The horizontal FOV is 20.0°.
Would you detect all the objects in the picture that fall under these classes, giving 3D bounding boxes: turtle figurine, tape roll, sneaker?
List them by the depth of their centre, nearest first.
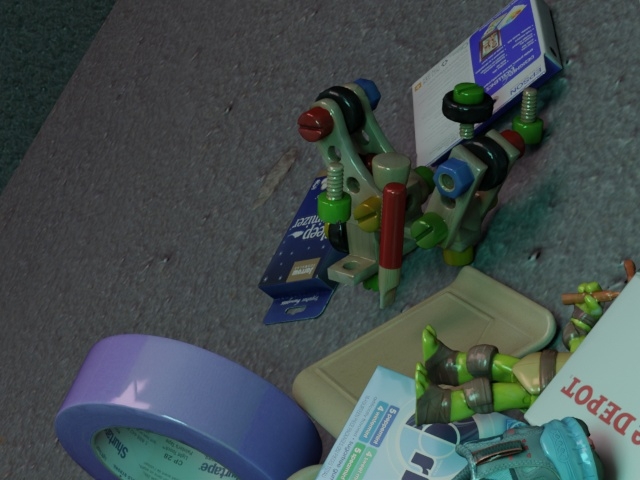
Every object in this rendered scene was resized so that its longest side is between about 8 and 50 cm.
[{"bbox_3d":[0.119,0.227,1.375,0.104,0.125,0.262,-109,24,-45],"label":"sneaker"},{"bbox_3d":[0.200,0.119,1.643,0.217,0.087,0.269,0,43,13],"label":"turtle figurine"},{"bbox_3d":[-0.140,0.212,1.922,0.275,0.275,0.090,-17,40,51],"label":"tape roll"}]

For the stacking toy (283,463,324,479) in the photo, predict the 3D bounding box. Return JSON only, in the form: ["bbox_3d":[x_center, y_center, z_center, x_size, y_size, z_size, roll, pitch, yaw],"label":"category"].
[{"bbox_3d":[-0.069,0.330,1.841,0.330,0.141,0.141,-31,30,51],"label":"stacking toy"}]

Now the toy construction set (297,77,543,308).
[{"bbox_3d":[0.088,-0.018,1.976,0.309,0.257,0.237,-61,-24,-59],"label":"toy construction set"}]

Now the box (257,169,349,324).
[{"bbox_3d":[0.000,0.000,2.272,0.136,0.036,0.225,-11,47,55],"label":"box"}]

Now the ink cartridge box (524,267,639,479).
[{"bbox_3d":[0.377,0.070,1.363,0.395,0.166,0.285,-51,24,0],"label":"ink cartridge box"}]

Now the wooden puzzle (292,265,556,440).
[{"bbox_3d":[0.104,0.127,1.848,0.239,0.044,0.221,-34,22,-10],"label":"wooden puzzle"}]

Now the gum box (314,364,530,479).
[{"bbox_3d":[0.100,0.218,1.668,0.184,0.041,0.157,21,68,25],"label":"gum box"}]

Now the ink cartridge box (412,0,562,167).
[{"bbox_3d":[0.197,-0.182,2.174,0.206,0.045,0.208,-38,26,25],"label":"ink cartridge box"}]
